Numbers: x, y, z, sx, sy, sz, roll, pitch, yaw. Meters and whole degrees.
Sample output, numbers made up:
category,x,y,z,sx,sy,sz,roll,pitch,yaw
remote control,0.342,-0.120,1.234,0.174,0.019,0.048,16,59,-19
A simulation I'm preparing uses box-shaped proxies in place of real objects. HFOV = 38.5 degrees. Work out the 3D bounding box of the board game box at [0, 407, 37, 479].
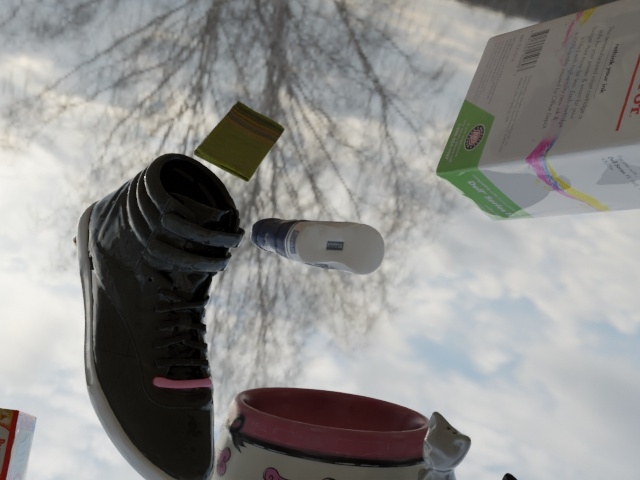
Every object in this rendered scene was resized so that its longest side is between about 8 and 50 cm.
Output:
category,x,y,z,sx,sy,sz,roll,pitch,yaw
board game box,-0.393,0.304,1.109,0.045,0.194,0.147,8,166,-6

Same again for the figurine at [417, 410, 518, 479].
category,x,y,z,sx,sy,sz,roll,pitch,yaw
figurine,0.206,0.356,1.240,0.092,0.210,0.215,-26,-132,-32

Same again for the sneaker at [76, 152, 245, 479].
category,x,y,z,sx,sy,sz,roll,pitch,yaw
sneaker,-0.122,0.054,0.765,0.104,0.147,0.296,10,-130,-42

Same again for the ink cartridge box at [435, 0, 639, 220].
category,x,y,z,sx,sy,sz,roll,pitch,yaw
ink cartridge box,0.312,-0.142,0.971,0.119,0.207,0.353,36,157,-30

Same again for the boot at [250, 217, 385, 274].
category,x,y,z,sx,sy,sz,roll,pitch,yaw
boot,0.000,0.000,1.185,0.086,0.069,0.190,14,180,39

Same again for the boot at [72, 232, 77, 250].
category,x,y,z,sx,sy,sz,roll,pitch,yaw
boot,-0.335,0.076,1.576,0.104,0.211,0.295,-25,-162,-4

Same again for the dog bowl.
category,x,y,z,sx,sy,sz,roll,pitch,yaw
dog bowl,0.012,0.351,1.531,0.407,0.151,0.408,8,-179,0

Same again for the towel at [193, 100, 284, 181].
category,x,y,z,sx,sy,sz,roll,pitch,yaw
towel,-0.131,-0.170,1.538,0.102,0.021,0.237,26,-152,-1
